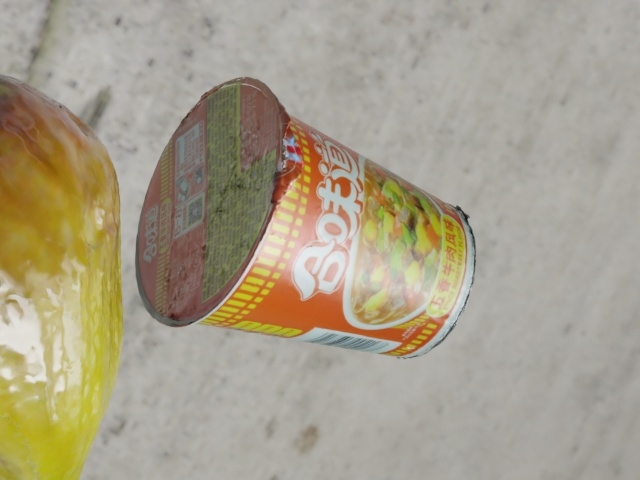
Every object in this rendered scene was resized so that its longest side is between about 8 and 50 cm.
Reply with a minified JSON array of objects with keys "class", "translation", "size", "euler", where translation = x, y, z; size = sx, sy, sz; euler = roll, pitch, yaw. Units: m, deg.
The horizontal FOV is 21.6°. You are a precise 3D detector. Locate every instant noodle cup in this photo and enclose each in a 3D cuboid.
[{"class":"instant noodle cup","translation":[0.000,0.000,1.256],"size":[0.212,0.193,0.193],"euler":[20,99,-33]}]

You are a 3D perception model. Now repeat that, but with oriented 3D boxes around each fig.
[{"class":"fig","translation":[-0.137,0.064,0.688],"size":[0.159,0.159,0.257],"euler":[-29,106,-48]}]
